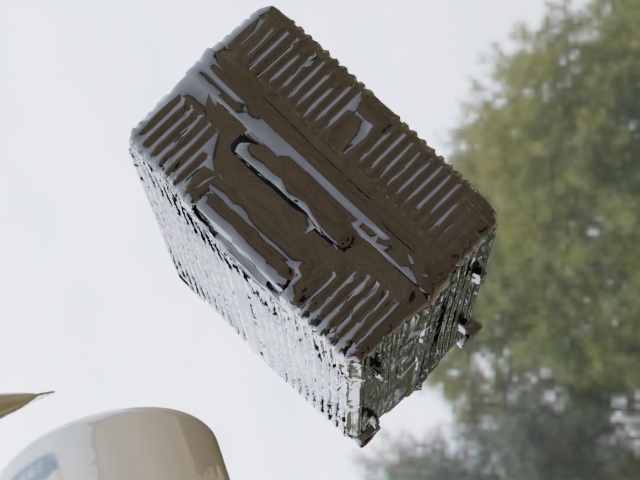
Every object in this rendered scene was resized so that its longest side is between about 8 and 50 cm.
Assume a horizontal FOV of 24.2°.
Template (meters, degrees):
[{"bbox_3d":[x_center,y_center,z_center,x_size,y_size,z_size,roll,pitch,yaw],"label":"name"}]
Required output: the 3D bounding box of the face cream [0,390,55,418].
[{"bbox_3d":[-0.421,0.184,1.406,0.341,0.137,0.084,-5,-108,-51],"label":"face cream"}]

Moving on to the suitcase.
[{"bbox_3d":[0.000,0.000,1.074,0.152,0.229,0.335,-44,-13,-12],"label":"suitcase"}]

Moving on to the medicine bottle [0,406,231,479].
[{"bbox_3d":[-0.087,0.220,0.796,0.139,0.139,0.237,46,-162,-56],"label":"medicine bottle"}]
